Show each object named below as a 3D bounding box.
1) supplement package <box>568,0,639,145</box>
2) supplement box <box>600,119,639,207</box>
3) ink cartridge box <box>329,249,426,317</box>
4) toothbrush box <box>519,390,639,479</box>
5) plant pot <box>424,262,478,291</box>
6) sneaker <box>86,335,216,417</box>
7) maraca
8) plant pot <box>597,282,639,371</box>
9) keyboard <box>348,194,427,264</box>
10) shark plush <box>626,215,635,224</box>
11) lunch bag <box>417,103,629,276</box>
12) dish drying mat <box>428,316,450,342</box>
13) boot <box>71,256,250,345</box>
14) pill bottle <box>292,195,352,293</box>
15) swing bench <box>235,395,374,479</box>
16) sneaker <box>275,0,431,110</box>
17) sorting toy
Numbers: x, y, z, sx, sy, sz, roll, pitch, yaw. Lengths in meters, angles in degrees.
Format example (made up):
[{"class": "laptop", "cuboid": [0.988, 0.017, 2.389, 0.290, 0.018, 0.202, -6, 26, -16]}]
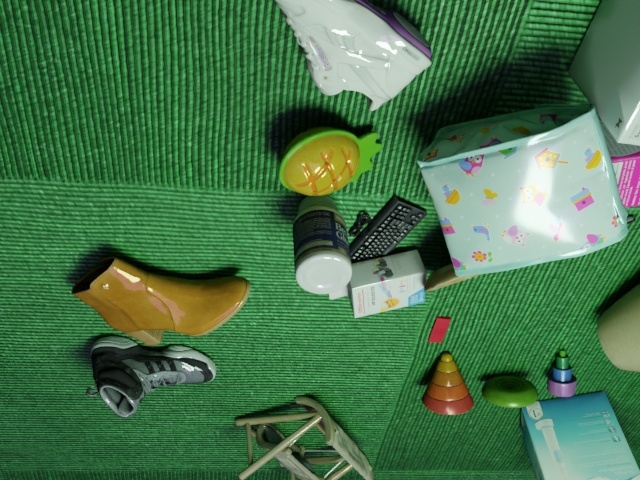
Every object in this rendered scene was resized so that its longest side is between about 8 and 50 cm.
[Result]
[{"class": "supplement package", "cuboid": [0.531, -0.253, 0.883, 0.263, 0.199, 0.198, 5, 132, -9]}, {"class": "supplement box", "cuboid": [0.504, -0.130, 1.057, 0.220, 0.111, 0.113, -6, 134, 2]}, {"class": "ink cartridge box", "cuboid": [0.107, 0.088, 1.240, 0.182, 0.061, 0.104, -12, 140, -3]}, {"class": "toothbrush box", "cuboid": [0.633, 0.538, 1.570, 0.217, 0.295, 0.126, -11, 133, 4]}, {"class": "plant pot", "cuboid": [0.297, 0.041, 1.178, 0.237, 0.032, 0.236, -19, 170, -3]}, {"class": "sneaker", "cuboid": [-0.355, 0.299, 1.356, 0.269, 0.153, 0.101, 15, 130, -18]}, {"class": "maraca", "cuboid": [0.017, -0.128, 1.032, 0.186, 0.099, 0.127, -10, 145, -32]}, {"class": "plant pot", "cuboid": [0.713, 0.166, 1.286, 0.257, 0.256, 0.274, 27, 141, -27]}, {"class": "keyboard", "cuboid": [0.104, -0.010, 1.196, 0.108, 0.023, 0.180, 23, 126, -24]}, {"class": "shark plush", "cuboid": [0.512, -0.039, 1.186, 0.161, 0.073, 0.067, 4, 103, -2]}, {"class": "lunch bag", "cuboid": [0.313, -0.081, 0.985, 0.262, 0.160, 0.223, -10, 114, 31]}, {"class": "dish drying mat", "cuboid": [0.260, 0.196, 1.412, 0.032, 0.008, 0.083, 3, 134, -7]}, {"class": "boot", "cuboid": [-0.303, 0.095, 1.204, 0.295, 0.104, 0.211, -24, 131, 22]}, {"class": "pill bottle", "cuboid": [0.000, 0.000, 1.095, 0.094, 0.169, 0.094, -3, 134, -3]}, {"class": "swing bench", "cuboid": [-0.036, 0.522, 1.593, 0.255, 0.165, 0.253, -24, 130, 10]}, {"class": "sneaker", "cuboid": [0.006, -0.278, 0.871, 0.305, 0.114, 0.152, 27, 124, -27]}, {"class": "sorting toy", "cuboid": [0.413, 0.306, 1.489, 0.366, 0.127, 0.126, -5, 104, -4]}]
